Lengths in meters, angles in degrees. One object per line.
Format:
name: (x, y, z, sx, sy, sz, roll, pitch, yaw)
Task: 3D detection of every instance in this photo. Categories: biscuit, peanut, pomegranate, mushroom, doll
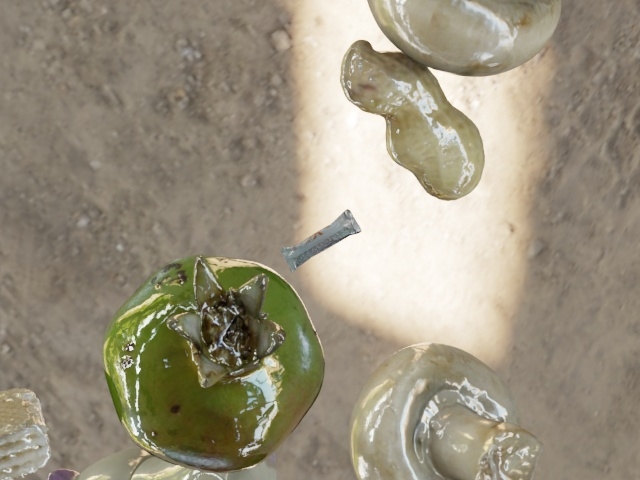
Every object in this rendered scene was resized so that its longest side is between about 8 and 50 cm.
biscuit: (-0.549, 0.290, 1.553, 0.144, 0.426, 0.078, -138, 35, -65)
peanut: (0.107, -0.142, 1.440, 0.228, 0.104, 0.085, 51, 160, -19)
pomegranate: (-0.082, 0.090, 0.987, 0.181, 0.181, 0.224, 40, 163, 3)
mushroom: (0.158, -0.284, 1.385, 0.226, 0.226, 0.178, 28, 137, 12)
mushroom: (0.201, 0.299, 1.907, 0.290, 0.297, 0.297, -9, 115, 56)
doll: (-0.215, 0.407, 1.906, 0.370, 0.226, 0.215, -13, 90, 33)

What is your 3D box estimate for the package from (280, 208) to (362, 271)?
package: (0.000, 0.000, 1.678, 0.110, 0.015, 0.037, -31, 80, -2)
